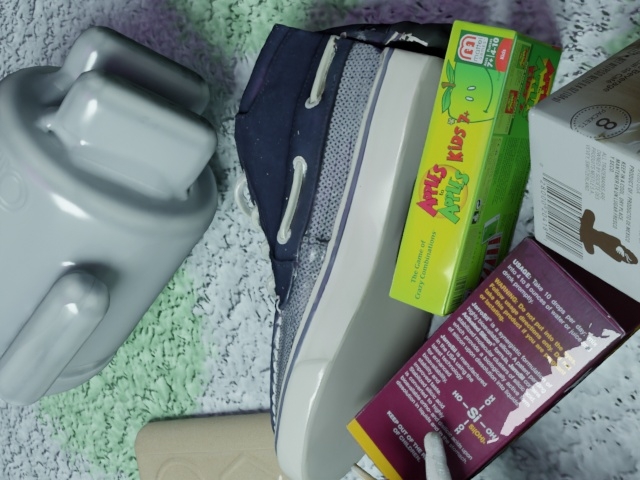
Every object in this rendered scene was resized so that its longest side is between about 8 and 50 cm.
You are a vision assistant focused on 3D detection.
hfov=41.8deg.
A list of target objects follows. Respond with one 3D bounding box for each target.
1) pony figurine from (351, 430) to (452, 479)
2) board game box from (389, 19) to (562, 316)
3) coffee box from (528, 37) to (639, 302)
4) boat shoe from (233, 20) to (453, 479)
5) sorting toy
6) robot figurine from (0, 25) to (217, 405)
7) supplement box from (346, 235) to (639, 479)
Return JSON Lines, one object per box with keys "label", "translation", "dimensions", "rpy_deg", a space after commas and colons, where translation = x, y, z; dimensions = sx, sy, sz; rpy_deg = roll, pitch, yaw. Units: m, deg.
{"label": "pony figurine", "translation": [0.130, 0.326, 0.450], "dimensions": [0.363, 0.303, 0.351], "rpy_deg": [21, 82, 14]}
{"label": "board game box", "translation": [0.105, -0.047, 0.561], "dimensions": [0.043, 0.092, 0.181], "rpy_deg": [20, 105, 30]}
{"label": "coffee box", "translation": [0.238, -0.013, 0.395], "dimensions": [0.246, 0.141, 0.098], "rpy_deg": [37, 153, 43]}
{"label": "boat shoe", "translation": [0.000, 0.000, 0.630], "dimensions": [0.158, 0.127, 0.341], "rpy_deg": [22, 98, 37]}
{"label": "sorting toy", "translation": [-0.078, 0.261, 0.748], "dimensions": [0.193, 0.038, 0.208], "rpy_deg": [-12, 83, 34]}
{"label": "robot figurine", "translation": [-0.225, -0.005, 0.719], "dimensions": [0.353, 0.199, 0.300], "rpy_deg": [-51, 29, 26]}
{"label": "supplement box", "translation": [0.120, 0.085, 0.556], "dimensions": [0.081, 0.104, 0.188], "rpy_deg": [49, 118, 20]}
